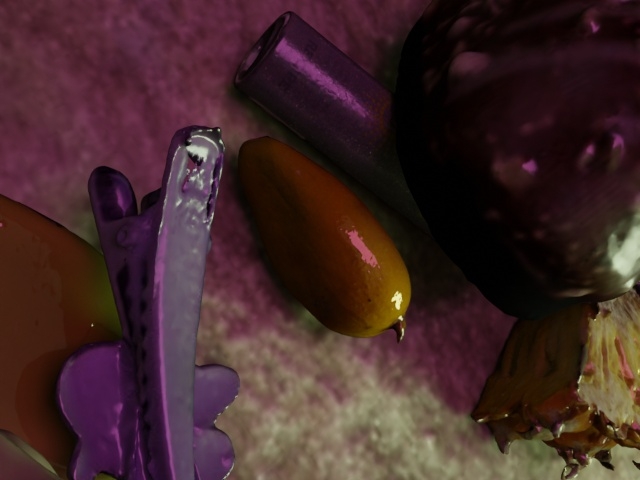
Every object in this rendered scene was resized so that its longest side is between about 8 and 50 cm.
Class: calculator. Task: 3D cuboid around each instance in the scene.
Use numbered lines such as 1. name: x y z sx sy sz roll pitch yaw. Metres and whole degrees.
1. calculator: -0.188 0.062 0.646 0.236 0.033 0.157 37 60 -22

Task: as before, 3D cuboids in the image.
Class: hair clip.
1. hair clip: -0.099 0.069 0.647 0.137 0.090 0.278 8 83 -48

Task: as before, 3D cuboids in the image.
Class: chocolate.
1. chocolate: 0.206 -0.119 0.770 0.225 0.210 0.340 38 39 -21

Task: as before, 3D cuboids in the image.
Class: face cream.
1. face cream: 0.060 -0.069 0.812 0.283 0.073 0.073 36 61 -19

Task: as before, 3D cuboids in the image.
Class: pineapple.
1. pineapple: 0.236 0.105 0.870 0.236 0.114 0.186 -6 80 -43

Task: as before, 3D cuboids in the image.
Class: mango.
1. mango: 0.000 0.000 0.740 0.066 0.101 0.187 -34 86 -33

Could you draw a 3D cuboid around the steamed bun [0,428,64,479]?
1. steamed bun: -0.242 0.185 0.461 0.347 0.237 0.394 -23 123 -16
